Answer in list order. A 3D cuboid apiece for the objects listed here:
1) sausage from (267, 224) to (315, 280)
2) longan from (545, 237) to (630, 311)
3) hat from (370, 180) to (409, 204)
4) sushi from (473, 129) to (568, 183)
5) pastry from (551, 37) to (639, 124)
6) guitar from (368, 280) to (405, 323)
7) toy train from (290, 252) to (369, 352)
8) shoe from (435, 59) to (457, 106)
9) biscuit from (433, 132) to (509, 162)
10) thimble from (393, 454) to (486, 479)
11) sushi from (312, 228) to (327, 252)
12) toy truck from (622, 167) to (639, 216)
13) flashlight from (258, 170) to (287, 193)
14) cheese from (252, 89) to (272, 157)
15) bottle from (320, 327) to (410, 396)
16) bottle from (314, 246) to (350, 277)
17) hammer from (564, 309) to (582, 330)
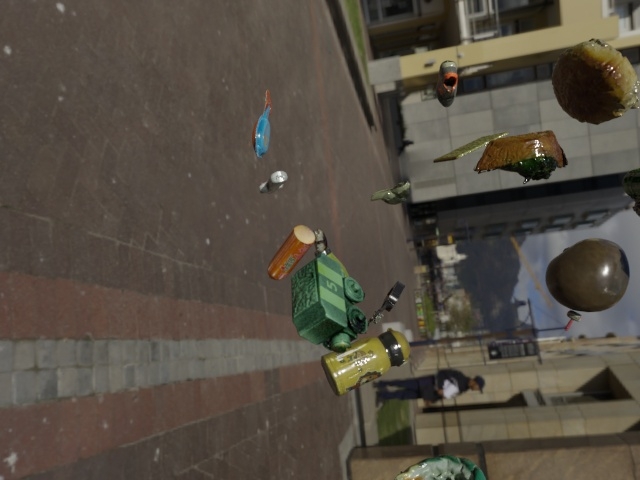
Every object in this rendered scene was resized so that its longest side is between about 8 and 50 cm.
[{"bbox_3d":[-0.097,0.050,1.624,0.234,0.071,0.071,-52,-154,42],"label":"sausage"},{"bbox_3d":[0.977,0.119,2.006,0.300,0.300,0.243,-84,157,-51],"label":"longan"},{"bbox_3d":[0.286,-0.184,2.239,0.122,0.166,0.081,16,61,-83],"label":"hat"},{"bbox_3d":[0.622,-0.248,1.649,0.149,0.287,0.140,-130,-150,-64],"label":"sushi"},{"bbox_3d":[0.975,-0.557,1.975,0.329,0.136,0.329,48,-17,20],"label":"pastry"},{"bbox_3d":[0.201,0.196,1.655,0.083,0.038,0.271,-60,170,23],"label":"guitar"},{"bbox_3d":[0.021,0.199,1.695,0.238,0.167,0.299,35,32,-31],"label":"toy train"},{"bbox_3d":[0.457,-0.547,1.967,0.194,0.074,0.077,79,8,-53],"label":"shoe"},{"bbox_3d":[0.492,-0.306,1.801,0.139,0.232,0.016,5,-60,66],"label":"biscuit"},{"bbox_3d":[0.346,0.748,1.555,0.254,0.288,0.167,-51,125,-48],"label":"thimble"},{"bbox_3d":[0.000,0.000,1.914,0.044,0.046,0.083,-149,-138,-75],"label":"sushi"},{"bbox_3d":[0.847,-0.125,1.347,0.242,0.101,0.124,-75,140,-84],"label":"toy truck"},{"bbox_3d":[-0.167,-0.211,1.972,0.200,0.093,0.047,153,-81,-72],"label":"flashlight"},{"bbox_3d":[-0.172,-0.349,1.652,0.106,0.037,0.256,82,11,-55],"label":"cheese"},{"bbox_3d":[0.190,0.472,2.176,0.171,0.351,0.171,158,-90,-80],"label":"bottle"},{"bbox_3d":[0.059,0.149,2.272,0.260,0.112,0.112,63,12,-2],"label":"bottle"},{"bbox_3d":[0.931,0.301,2.035,0.031,0.053,0.083,-25,140,-60],"label":"hammer"}]
